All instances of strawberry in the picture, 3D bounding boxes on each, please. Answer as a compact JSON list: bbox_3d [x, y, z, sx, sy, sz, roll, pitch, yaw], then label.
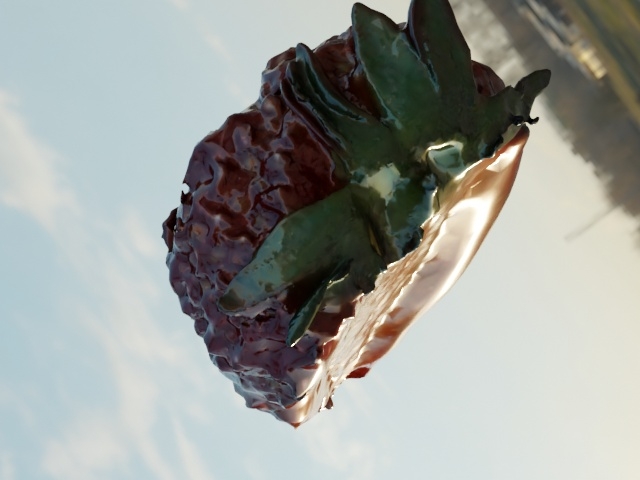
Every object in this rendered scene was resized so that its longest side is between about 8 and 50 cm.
[{"bbox_3d":[0.010,-0.009,0.607,0.098,0.174,0.228,40,171,13],"label":"strawberry"}]
